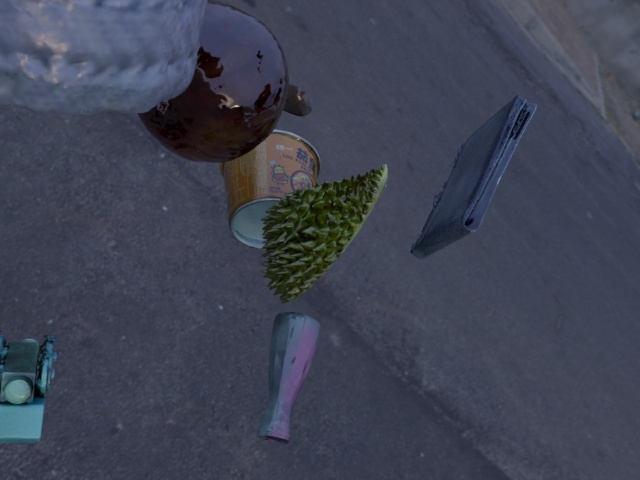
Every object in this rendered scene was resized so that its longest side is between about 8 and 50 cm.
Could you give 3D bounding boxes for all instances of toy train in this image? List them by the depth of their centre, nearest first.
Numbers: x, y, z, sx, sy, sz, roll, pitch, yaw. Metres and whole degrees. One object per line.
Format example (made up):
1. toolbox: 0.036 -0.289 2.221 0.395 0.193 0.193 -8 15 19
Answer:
1. toy train: -0.515 0.251 1.159 0.112 0.162 0.203 6 9 -19

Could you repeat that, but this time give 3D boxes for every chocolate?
1. chocolate: -0.062 -0.240 1.146 0.101 0.031 0.064 30 -21 33

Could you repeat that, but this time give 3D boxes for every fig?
1. fig: -0.153 -0.224 0.937 0.214 0.235 0.235 -42 94 -16

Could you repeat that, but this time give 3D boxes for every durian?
1. durian: -0.009 0.004 1.181 0.170 0.355 0.157 -16 77 -30

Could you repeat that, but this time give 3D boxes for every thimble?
1. thimble: -0.194 -0.203 0.507 0.217 0.157 0.245 21 30 8

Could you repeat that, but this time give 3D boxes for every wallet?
1. wallet: 0.206 -0.083 0.922 0.036 0.167 0.222 31 69 -7

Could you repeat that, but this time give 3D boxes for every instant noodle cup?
1. instant noodle cup: -0.102 -0.094 1.396 0.216 0.216 0.172 28 42 -34

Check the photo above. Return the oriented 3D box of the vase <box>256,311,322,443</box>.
1. vase: -0.059 0.236 1.175 0.086 0.086 0.213 29 61 -33
